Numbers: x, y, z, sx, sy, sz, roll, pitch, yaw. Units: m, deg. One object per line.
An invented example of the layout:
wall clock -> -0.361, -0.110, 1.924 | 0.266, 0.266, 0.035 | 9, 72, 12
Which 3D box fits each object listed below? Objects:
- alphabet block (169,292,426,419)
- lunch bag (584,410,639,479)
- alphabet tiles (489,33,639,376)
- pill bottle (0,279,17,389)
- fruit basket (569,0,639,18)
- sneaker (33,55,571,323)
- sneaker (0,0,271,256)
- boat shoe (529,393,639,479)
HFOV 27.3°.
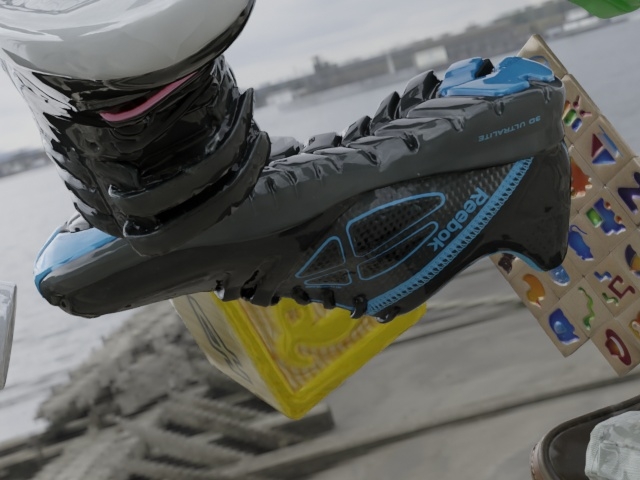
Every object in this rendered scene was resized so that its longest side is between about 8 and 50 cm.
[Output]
alphabet block -> -0.044, 0.034, 1.348 | 0.192, 0.193, 0.197 | -40, 27, -16
lunch bag -> 0.373, 0.200, 1.000 | 0.287, 0.168, 0.235 | 8, -2, -29
alphabet tiles -> 0.193, -0.013, 1.029 | 0.009, 0.237, 0.198 | -27, -16, -33
pill bottle -> -0.279, 0.051, 0.823 | 0.169, 0.094, 0.094 | 7, 2, -10
fruit basket -> 0.219, -0.380, 1.068 | 0.392, 0.391, 0.283 | -10, -18, 43
sneaker -> 0.000, 0.000, 0.803 | 0.341, 0.139, 0.125 | -16, 23, -6
sneaker -> -0.058, -0.059, 0.500 | 0.105, 0.146, 0.296 | -34, 22, -10
boat shoe -> 0.373, 0.207, 1.424 | 0.307, 0.110, 0.104 | -9, -19, -4
